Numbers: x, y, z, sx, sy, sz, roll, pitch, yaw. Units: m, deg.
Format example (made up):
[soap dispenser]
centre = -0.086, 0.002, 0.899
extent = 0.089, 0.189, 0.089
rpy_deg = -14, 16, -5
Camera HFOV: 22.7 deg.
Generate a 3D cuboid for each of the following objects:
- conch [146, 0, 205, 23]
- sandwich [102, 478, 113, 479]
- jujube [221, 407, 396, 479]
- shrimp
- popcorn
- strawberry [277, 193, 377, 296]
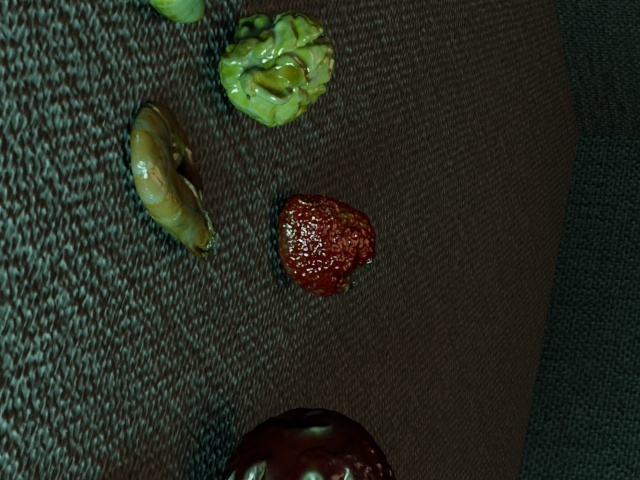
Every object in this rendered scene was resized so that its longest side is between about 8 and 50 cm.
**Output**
[conch]
centre = -0.150, -0.271, 1.671
extent = 0.106, 0.079, 0.170
rpy_deg = -63, 162, -16
[sandwich]
centre = -0.227, 0.352, 1.587
extent = 0.214, 0.065, 0.186
rpy_deg = -37, 128, -65
[jujube]
centre = -0.022, 0.398, 1.920
extent = 0.258, 0.258, 0.377
rpy_deg = -36, 127, -66
[shrimp]
centre = -0.158, -0.062, 1.747
extent = 0.236, 0.053, 0.133
rpy_deg = 61, 17, -53
[popcorn]
centre = -0.050, -0.200, 1.882
extent = 0.162, 0.141, 0.136
rpy_deg = -129, -155, -56
[strawberry]
centre = -0.002, 0.003, 2.127
extent = 0.131, 0.148, 0.131
rpy_deg = -53, -163, 25
